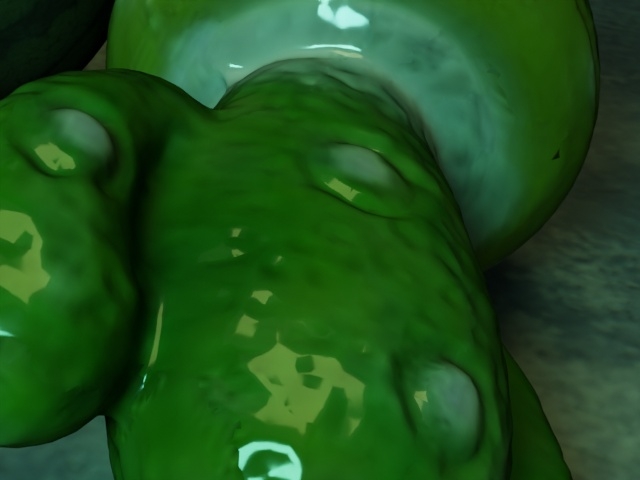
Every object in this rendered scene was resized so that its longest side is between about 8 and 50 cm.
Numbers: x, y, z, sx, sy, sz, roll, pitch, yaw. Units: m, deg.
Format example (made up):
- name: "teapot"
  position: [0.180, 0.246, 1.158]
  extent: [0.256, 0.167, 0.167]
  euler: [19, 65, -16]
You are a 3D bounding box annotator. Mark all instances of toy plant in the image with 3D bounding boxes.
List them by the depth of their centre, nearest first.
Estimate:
- name: "toy plant"
  position: [0.000, 0.000, 0.469]
  extent: [0.224, 0.184, 0.316]
  euler: [40, 33, -17]

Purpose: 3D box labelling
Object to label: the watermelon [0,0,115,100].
- name: "watermelon"
  position: [-0.244, -0.153, 0.574]
  extent: [0.359, 0.279, 0.279]
  euler: [1, 31, 11]
